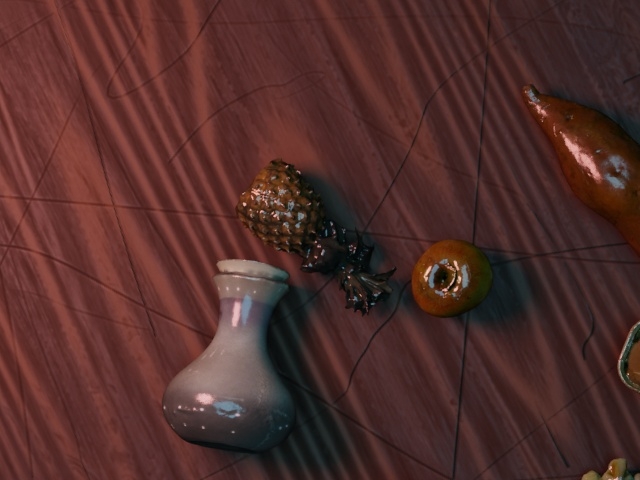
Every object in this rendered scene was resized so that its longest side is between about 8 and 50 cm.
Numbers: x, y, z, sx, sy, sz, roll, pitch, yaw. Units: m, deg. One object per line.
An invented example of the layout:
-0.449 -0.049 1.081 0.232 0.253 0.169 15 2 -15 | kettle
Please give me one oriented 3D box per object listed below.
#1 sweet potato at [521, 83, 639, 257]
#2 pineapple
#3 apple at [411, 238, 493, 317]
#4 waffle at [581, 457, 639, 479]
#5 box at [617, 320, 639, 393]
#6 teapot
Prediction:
0.405 -0.085 1.801 0.112 0.112 0.359 -41 82 0 | sweet potato
0.000 0.000 1.819 0.251 0.125 0.125 42 89 -1 | pineapple
0.183 0.056 1.807 0.099 0.102 0.114 38 96 17 | apple
0.401 0.419 1.793 0.223 0.054 0.204 -43 85 0 | waffle
0.492 0.177 1.780 0.177 0.111 0.111 22 88 4 | box
-0.111 0.158 1.787 0.183 0.183 0.251 9 75 3 | teapot
